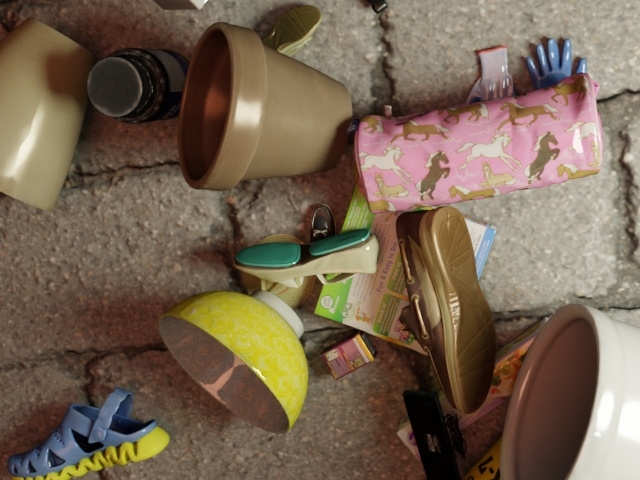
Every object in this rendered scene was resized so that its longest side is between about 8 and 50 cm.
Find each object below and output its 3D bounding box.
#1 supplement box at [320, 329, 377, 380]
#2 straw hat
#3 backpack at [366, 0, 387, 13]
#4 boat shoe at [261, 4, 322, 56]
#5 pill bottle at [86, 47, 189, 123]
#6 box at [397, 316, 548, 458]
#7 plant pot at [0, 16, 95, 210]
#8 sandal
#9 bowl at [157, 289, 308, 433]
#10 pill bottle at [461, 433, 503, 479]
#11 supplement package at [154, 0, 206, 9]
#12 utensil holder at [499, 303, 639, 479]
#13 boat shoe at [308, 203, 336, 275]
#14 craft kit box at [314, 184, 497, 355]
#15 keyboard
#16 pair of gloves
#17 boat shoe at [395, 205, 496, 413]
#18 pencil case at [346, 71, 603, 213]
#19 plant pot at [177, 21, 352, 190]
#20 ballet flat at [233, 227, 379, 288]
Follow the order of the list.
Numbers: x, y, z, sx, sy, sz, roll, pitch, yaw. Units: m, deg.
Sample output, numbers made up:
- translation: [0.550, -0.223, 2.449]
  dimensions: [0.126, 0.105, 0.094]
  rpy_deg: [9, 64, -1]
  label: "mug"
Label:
- translation: [0.050, 0.200, 1.618]
  dimensions: [0.083, 0.043, 0.055]
  rpy_deg: [-29, 93, 15]
  label: "supplement box"
- translation: [-0.080, 0.062, 1.613]
  dimensions: [0.144, 0.061, 0.144]
  rpy_deg: [2, 101, 12]
  label: "straw hat"
- translation: [0.046, -0.489, 1.365]
  dimensions: [0.263, 0.213, 0.276]
  rpy_deg: [3, 103, -24]
  label: "backpack"
- translation: [-0.058, -0.334, 1.546]
  dimensions: [0.153, 0.048, 0.056]
  rpy_deg: [-42, 77, 10]
  label: "boat shoe"
- translation: [-0.295, -0.255, 1.518]
  dimensions: [0.123, 0.219, 0.123]
  rpy_deg: [2, 101, 12]
  label: "pill bottle"
- translation: [0.274, 0.252, 1.565]
  dimensions: [0.324, 0.067, 0.063]
  rpy_deg: [-39, 91, 17]
  label: "box"
- translation: [-0.509, -0.231, 1.582]
  dimensions: [0.256, 0.256, 0.274]
  rpy_deg: [29, 89, 6]
  label: "plant pot"
- translation: [-0.446, 0.369, 1.732]
  dimensions: [0.317, 0.126, 0.138]
  rpy_deg: [-19, 92, 7]
  label: "sandal"
- translation: [-0.120, 0.177, 1.577]
  dimensions: [0.289, 0.289, 0.156]
  rpy_deg: [40, 64, 3]
  label: "bowl"
- translation: [0.308, 0.420, 1.562]
  dimensions: [0.119, 0.119, 0.208]
  rpy_deg: [39, 106, 3]
  label: "pill bottle"
- translation: [-0.222, -0.473, 1.238]
  dimensions: [0.263, 0.198, 0.199]
  rpy_deg: [41, 85, -26]
  label: "supplement package"
- translation: [0.507, 0.306, 1.361]
  dimensions: [0.385, 0.327, 0.327]
  rpy_deg: [19, 105, -6]
  label: "utensil holder"
- translation: [0.000, 0.000, 1.591]
  dimensions: [0.046, 0.038, 0.125]
  rpy_deg: [7, 97, 11]
  label: "boat shoe"
- translation: [0.142, 0.050, 1.564]
  dimensions: [0.247, 0.061, 0.250]
  rpy_deg: [20, 104, 6]
  label: "craft kit box"
- translation: [0.205, 0.332, 1.541]
  dimensions: [0.100, 0.038, 0.192]
  rpy_deg: [1, 116, 43]
  label: "keyboard"
- translation: [0.329, -0.239, 1.482]
  dimensions: [0.198, 0.023, 0.159]
  rpy_deg: [-5, 99, 13]
  label: "pair of gloves"
- translation: [0.191, 0.113, 1.493]
  dimensions: [0.123, 0.123, 0.342]
  rpy_deg: [-3, 108, 44]
  label: "boat shoe"
- translation: [0.242, -0.148, 1.421]
  dimensions: [0.386, 0.160, 0.167]
  rpy_deg: [-8, 99, 12]
  label: "pencil case"
- translation: [-0.082, -0.195, 1.467]
  dimensions: [0.229, 0.263, 0.263]
  rpy_deg: [7, 105, -26]
  label: "plant pot"
- translation: [-0.021, 0.042, 1.538]
  dimensions: [0.248, 0.086, 0.086]
  rpy_deg: [-8, 99, 15]
  label: "ballet flat"
